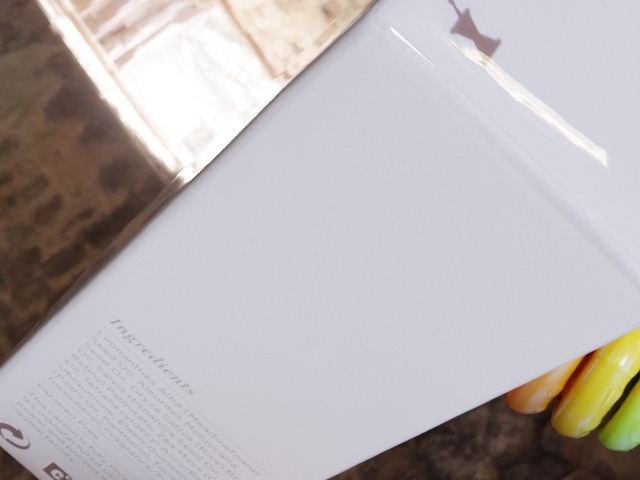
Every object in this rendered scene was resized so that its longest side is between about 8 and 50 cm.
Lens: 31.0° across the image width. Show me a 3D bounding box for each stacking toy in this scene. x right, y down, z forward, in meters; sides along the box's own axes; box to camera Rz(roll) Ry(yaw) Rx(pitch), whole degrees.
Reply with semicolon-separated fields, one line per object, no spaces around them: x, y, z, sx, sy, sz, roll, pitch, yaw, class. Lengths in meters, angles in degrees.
0.223;0.092;0.783;0.166;0.302;0.175;-49;166;-32;stacking toy

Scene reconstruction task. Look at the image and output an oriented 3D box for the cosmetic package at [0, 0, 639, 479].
0.000;0.000;0.635;0.453;0.161;0.230;-38;-168;48;cosmetic package
